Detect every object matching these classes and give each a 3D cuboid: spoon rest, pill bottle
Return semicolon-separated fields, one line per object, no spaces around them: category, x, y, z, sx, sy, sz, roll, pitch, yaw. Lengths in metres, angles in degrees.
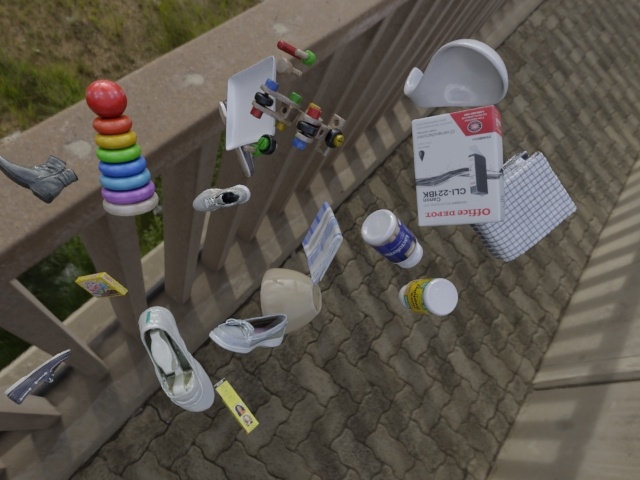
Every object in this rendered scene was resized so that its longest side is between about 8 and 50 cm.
spoon rest;0.236;-0.296;0.771;0.137;0.276;0.084;39;90;-20
pill bottle;0.346;0.186;1.367;0.118;0.208;0.117;2;83;-16
pill bottle;0.295;0.002;1.660;0.265;0.153;0.153;36;54;-39

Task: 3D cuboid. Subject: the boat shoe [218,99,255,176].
boat shoe;-0.302;-0.410;1.613;0.096;0.112;0.335;-20;78;-16

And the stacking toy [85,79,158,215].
stacking toy;-0.510;-0.235;1.053;0.141;0.330;0.141;2;29;-1

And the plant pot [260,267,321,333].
plant pot;-0.104;0.246;1.719;0.191;0.284;0.283;-8;66;16

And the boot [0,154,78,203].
boot;-1.071;-0.267;1.563;0.246;0.083;0.161;40;61;-17

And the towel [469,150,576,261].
towel;0.596;-0.108;1.273;0.284;0.121;0.235;-40;101;-1

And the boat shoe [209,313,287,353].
boat shoe;-0.225;0.291;1.345;0.320;0.118;0.103;15;100;-54

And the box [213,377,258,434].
box;-0.348;0.679;1.693;0.058;0.087;0.232;-36;77;-28

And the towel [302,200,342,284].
towel;0.000;0.000;1.488;0.034;0.209;0.285;19;26;-20

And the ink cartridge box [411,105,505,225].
ink cartridge box;0.346;-0.173;1.032;0.114;0.197;0.272;-11;97;-60

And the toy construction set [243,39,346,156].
toy construction set;-0.043;-0.386;1.207;0.237;0.258;0.308;-2;101;-52

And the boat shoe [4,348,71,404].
boat shoe;-0.892;0.437;1.328;0.206;0.075;0.065;-40;94;-30

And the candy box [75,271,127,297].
candy box;-0.783;0.162;1.472;0.105;0.206;0.027;54;45;-30

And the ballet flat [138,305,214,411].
ballet flat;-0.441;0.390;1.245;0.139;0.139;0.399;-29;111;-28

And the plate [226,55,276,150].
plate;-0.238;-0.469;1.450;0.045;0.277;0.277;2;88;-44

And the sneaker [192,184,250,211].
sneaker;-0.445;-0.181;1.793;0.263;0.121;0.099;-14;102;11
